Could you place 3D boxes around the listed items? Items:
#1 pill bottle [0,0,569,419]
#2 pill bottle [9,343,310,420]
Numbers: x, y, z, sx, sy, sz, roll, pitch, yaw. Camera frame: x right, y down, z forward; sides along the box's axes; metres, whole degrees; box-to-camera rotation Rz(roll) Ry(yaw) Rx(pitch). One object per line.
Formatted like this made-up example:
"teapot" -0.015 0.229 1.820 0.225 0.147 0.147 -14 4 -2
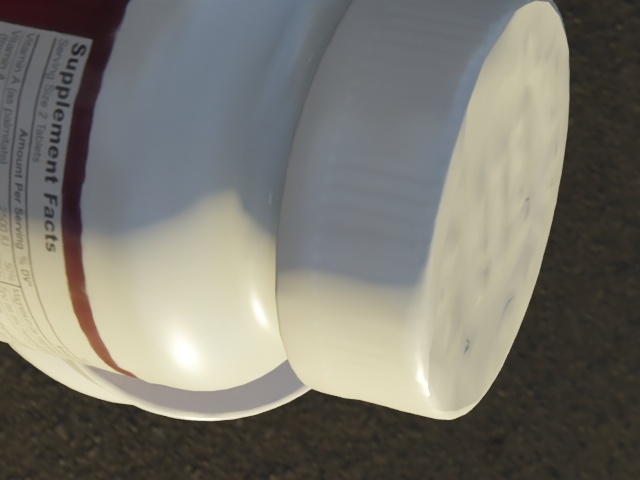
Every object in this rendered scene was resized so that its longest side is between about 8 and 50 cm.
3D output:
"pill bottle" -0.058 -0.031 0.411 0.121 0.221 0.121 13 90 -69
"pill bottle" -0.080 -0.021 0.688 0.161 0.283 0.161 -2 97 -20
